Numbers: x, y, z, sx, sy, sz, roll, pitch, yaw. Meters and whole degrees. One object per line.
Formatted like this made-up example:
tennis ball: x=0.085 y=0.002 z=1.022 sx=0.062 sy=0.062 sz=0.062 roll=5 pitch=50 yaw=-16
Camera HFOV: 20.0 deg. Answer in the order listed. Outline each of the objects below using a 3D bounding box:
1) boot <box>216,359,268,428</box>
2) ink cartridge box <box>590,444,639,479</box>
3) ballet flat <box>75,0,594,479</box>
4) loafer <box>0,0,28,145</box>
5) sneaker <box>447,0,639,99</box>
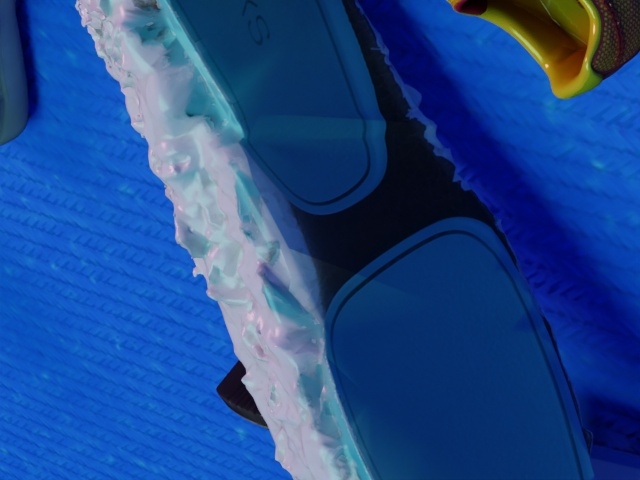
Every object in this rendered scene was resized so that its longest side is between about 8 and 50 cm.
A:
boot: x=0.045 y=0.119 z=1.004 sx=0.198 sy=0.077 sz=0.137 roll=4 pitch=136 yaw=44
ink cartridge box: x=0.200 y=0.264 z=0.926 sx=0.223 sy=0.129 sz=0.307 roll=10 pitch=136 yaw=23
ballet flat: x=0.000 y=0.000 z=0.828 sx=0.147 sy=0.147 sz=0.408 roll=-20 pitch=95 yaw=53
loafer: x=-0.218 y=-0.135 z=0.961 sx=0.102 sy=0.092 sz=0.268 roll=23 pitch=142 yaw=26
sneaker: x=0.059 y=-0.131 z=0.712 sx=0.175 sy=0.067 sz=0.064 roll=43 pitch=148 yaw=1
